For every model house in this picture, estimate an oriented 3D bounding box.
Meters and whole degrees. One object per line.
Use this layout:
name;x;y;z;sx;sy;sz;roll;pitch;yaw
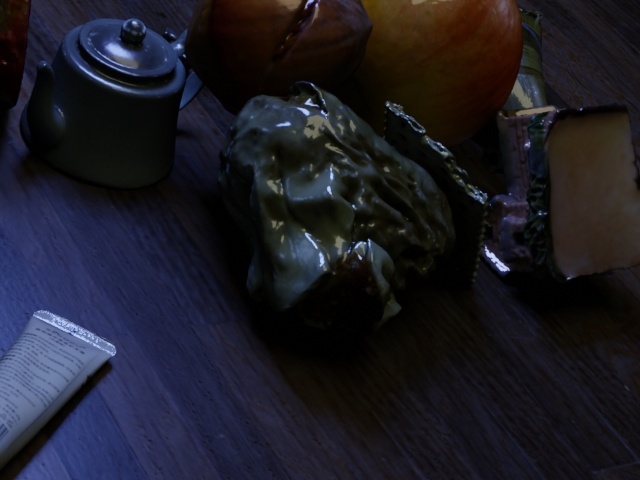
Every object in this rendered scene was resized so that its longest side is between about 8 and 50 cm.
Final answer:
model house;0.239;-0.053;1.666;0.166;0.182;0.172;-8;6;-35

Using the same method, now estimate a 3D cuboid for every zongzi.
zongzi;0.157;-0.212;1.874;0.251;0.125;0.274;17;40;-13

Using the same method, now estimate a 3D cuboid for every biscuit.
biscuit;0.114;-0.041;1.557;0.144;0.203;0.016;40;67;21

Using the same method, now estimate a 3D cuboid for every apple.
apple;0.080;-0.226;1.702;0.286;0.286;0.233;30;57;9

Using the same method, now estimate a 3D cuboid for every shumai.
shumai;0.001;-0.002;1.466;0.256;0.189;0.218;35;46;-27

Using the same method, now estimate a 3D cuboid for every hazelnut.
hazelnut;-0.043;-0.197;1.527;0.182;0.182;0.182;16;34;-12

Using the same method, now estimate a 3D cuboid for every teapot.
teapot;-0.198;-0.161;1.555;0.239;0.149;0.162;-17;50;-44

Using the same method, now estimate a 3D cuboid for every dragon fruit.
dragon fruit;-0.346;-0.215;1.501;0.163;0.262;0.189;-24;89;-19

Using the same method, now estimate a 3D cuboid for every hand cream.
hand cream;-0.241;0.123;1.235;0.080;0.050;0.234;26;29;4

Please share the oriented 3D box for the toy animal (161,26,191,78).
toy animal;-0.170;-0.199;1.702;0.136;0.065;0.047;-24;74;-45
